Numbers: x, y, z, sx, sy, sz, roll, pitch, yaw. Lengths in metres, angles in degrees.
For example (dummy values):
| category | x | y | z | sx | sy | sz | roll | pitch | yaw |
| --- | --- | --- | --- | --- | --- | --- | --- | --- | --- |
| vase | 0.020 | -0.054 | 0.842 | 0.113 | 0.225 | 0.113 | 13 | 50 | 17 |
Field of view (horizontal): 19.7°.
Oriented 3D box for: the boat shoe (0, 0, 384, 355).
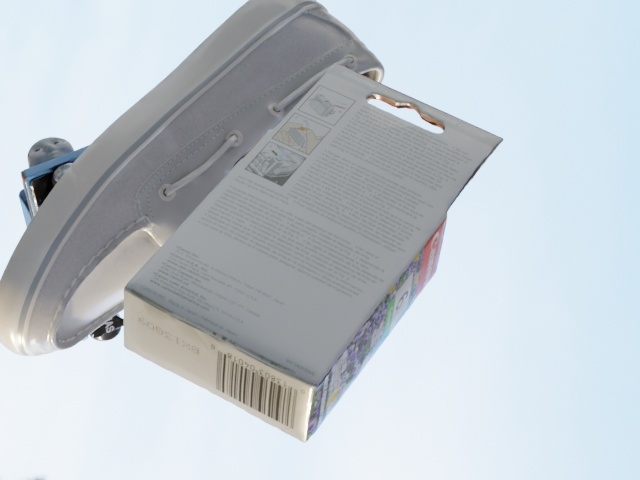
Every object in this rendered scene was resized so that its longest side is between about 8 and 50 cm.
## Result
| category | x | y | z | sx | sy | sz | roll | pitch | yaw |
| --- | --- | --- | --- | --- | --- | --- | --- | --- | --- |
| boat shoe | -0.047 | -0.018 | 0.712 | 0.063 | 0.066 | 0.184 | 36 | -113 | 20 |

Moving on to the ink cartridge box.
| category | x | y | z | sx | sy | sz | roll | pitch | yaw |
| --- | --- | --- | --- | --- | --- | --- | --- | --- | --- |
| ink cartridge box | 0.000 | 0.000 | 0.538 | 0.063 | 0.029 | 0.115 | 26 | -130 | 17 |

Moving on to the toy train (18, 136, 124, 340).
| category | x | y | z | sx | sy | sz | roll | pitch | yaw |
| --- | --- | --- | --- | --- | --- | --- | --- | --- | --- |
| toy train | -0.194 | -0.002 | 1.463 | 0.080 | 0.184 | 0.105 | -25 | -133 | -17 |
